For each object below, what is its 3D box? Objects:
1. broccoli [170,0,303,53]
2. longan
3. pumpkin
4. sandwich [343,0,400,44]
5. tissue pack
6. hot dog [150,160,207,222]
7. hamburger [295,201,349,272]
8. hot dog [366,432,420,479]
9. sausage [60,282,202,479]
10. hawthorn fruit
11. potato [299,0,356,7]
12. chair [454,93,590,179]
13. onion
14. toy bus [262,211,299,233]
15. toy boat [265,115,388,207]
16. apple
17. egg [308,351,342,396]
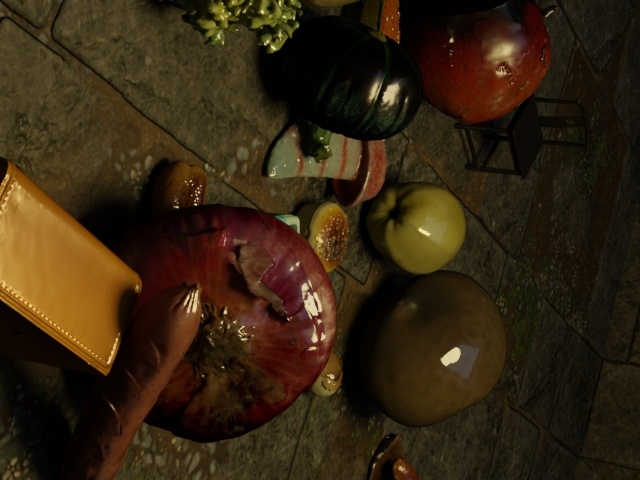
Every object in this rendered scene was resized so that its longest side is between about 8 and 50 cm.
[{"bbox_3d":[-0.108,-0.450,1.528,0.348,0.281,0.293,49,56,-52],"label":"broccoli"},{"bbox_3d":[0.226,0.216,2.261,0.350,0.288,0.288,-36,127,-40],"label":"longan"},{"bbox_3d":[0.036,-0.243,1.891,0.248,0.248,0.248,-21,115,-56],"label":"pumpkin"},{"bbox_3d":[0.090,-0.381,2.086,0.159,0.079,0.235,-43,136,-60],"label":"sandwich"},{"bbox_3d":[-0.366,0.029,1.310,0.274,0.194,0.145,52,49,-51],"label":"tissue pack"},{"bbox_3d":[-0.215,-0.049,1.672,0.090,0.060,0.140,23,71,-54],"label":"hot dog"},{"bbox_3d":[0.000,0.000,2.007,0.141,0.081,0.126,-56,143,-25],"label":"hamburger"},{"bbox_3d":[0.174,0.595,2.424,0.194,0.107,0.326,-42,131,-46],"label":"hot dog"},{"bbox_3d":[-0.252,0.201,1.462,0.088,0.088,0.433,-32,159,-52],"label":"sausage"},{"bbox_3d":[0.307,-0.387,2.248,0.316,0.316,0.316,-21,115,-56],"label":"hawthorn fruit"},{"bbox_3d":[0.031,-0.474,1.882,0.251,0.159,0.174,-45,110,-34],"label":"potato"},{"bbox_3d":[0.455,-0.234,2.538,0.141,0.260,0.154,-57,141,-34],"label":"chair"},{"bbox_3d":[-0.156,0.104,1.615,0.285,0.347,0.348,-120,-154,-69],"label":"onion"},{"bbox_3d":[-0.107,0.087,1.809,0.165,0.133,0.271,-13,107,-62],"label":"toy bus"},{"bbox_3d":[0.001,-0.159,1.999,0.282,0.096,0.206,-4,94,-46],"label":"toy boat"},{"bbox_3d":[0.187,-0.026,2.222,0.200,0.200,0.200,-21,115,-56],"label":"apple"},{"bbox_3d":[0.006,0.244,2.097,0.083,0.071,0.071,-69,149,-43],"label":"egg"}]
